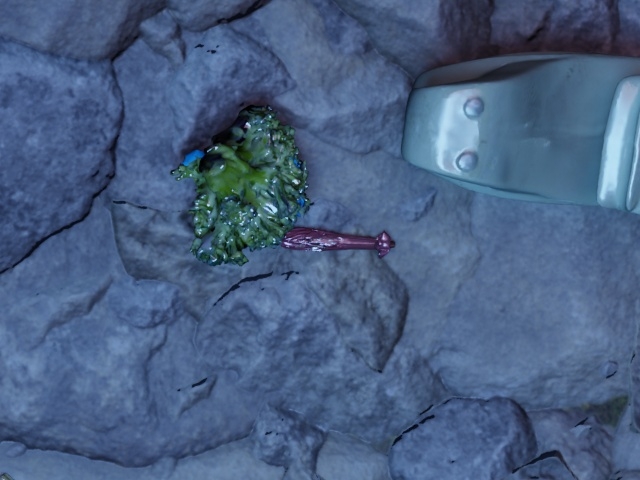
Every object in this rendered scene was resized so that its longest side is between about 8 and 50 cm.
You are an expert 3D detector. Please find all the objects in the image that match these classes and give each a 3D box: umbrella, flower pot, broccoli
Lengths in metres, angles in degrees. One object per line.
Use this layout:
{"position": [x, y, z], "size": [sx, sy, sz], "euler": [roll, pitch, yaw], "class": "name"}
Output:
{"position": [0.000, 0.000, 1.884], "size": [0.165, 0.025, 0.027], "euler": [3, 56, -6], "class": "umbrella"}
{"position": [0.263, -0.113, 1.795], "size": [0.368, 0.254, 0.164], "euler": [5, 100, -3], "class": "flower pot"}
{"position": [-0.088, -0.061, 1.816], "size": [0.167, 0.160, 0.154], "euler": [-38, 60, 1], "class": "broccoli"}

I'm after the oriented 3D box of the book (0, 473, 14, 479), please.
{"position": [-0.309, 0.363, 1.827], "size": [0.199, 0.016, 0.138], "euler": [42, 83, -1], "class": "book"}
